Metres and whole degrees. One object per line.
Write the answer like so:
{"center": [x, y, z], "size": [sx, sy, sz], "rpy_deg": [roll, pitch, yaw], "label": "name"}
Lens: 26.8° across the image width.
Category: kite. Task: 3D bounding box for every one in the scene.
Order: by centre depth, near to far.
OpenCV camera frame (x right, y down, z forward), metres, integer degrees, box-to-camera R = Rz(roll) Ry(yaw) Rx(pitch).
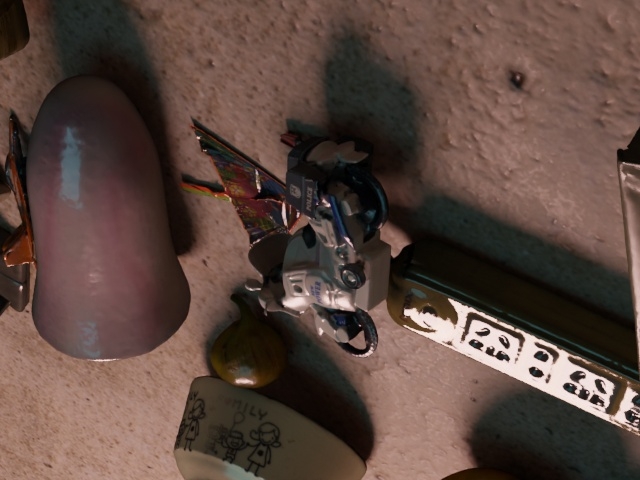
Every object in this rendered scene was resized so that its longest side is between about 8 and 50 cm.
{"center": [-0.077, -0.042, 1.340], "size": [0.159, 0.010, 0.190], "rpy_deg": [7, 136, 37], "label": "kite"}

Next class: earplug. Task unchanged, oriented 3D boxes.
{"center": [-0.227, -0.040, 1.356], "size": [0.172, 0.172, 0.301], "rpy_deg": [21, 138, 21], "label": "earplug"}

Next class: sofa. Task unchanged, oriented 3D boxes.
{"center": [-0.417, 0.043, 1.697], "size": [0.085, 0.060, 0.147], "rpy_deg": [30, 146, 7], "label": "sofa"}

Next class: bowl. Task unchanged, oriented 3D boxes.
{"center": [-0.074, 0.271, 1.575], "size": [0.238, 0.126, 0.237], "rpy_deg": [23, 158, 10], "label": "bowl"}

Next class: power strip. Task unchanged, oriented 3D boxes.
{"center": [0.207, 0.095, 1.209], "size": [0.388, 0.066, 0.092], "rpy_deg": [25, 143, 16], "label": "power strip"}

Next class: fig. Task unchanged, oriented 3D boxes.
{"center": [-0.078, 0.116, 1.483], "size": [0.084, 0.082, 0.098], "rpy_deg": [-129, 32, -49], "label": "fig"}

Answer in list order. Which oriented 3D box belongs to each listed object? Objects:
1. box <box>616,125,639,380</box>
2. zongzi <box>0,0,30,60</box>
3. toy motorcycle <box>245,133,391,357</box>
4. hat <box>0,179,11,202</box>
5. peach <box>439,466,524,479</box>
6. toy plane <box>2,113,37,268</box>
{"center": [0.304, -0.005, 0.924], "size": [0.155, 0.149, 0.231], "rpy_deg": [13, 140, 31], "label": "box"}
{"center": [-0.389, -0.274, 1.234], "size": [0.242, 0.112, 0.221], "rpy_deg": [20, 141, 22], "label": "zongzi"}
{"center": [0.000, 0.000, 1.221], "size": [0.150, 0.102, 0.221], "rpy_deg": [30, 135, 31], "label": "toy motorcycle"}
{"center": [-0.495, -0.079, 1.561], "size": [0.245, 0.149, 0.214], "rpy_deg": [-27, 113, 42], "label": "hat"}
{"center": [0.176, 0.342, 1.424], "size": [0.190, 0.190, 0.192], "rpy_deg": [6, 111, 37], "label": "peach"}
{"center": [-0.321, -0.049, 1.495], "size": [0.062, 0.135, 0.188], "rpy_deg": [1, 111, -15], "label": "toy plane"}
